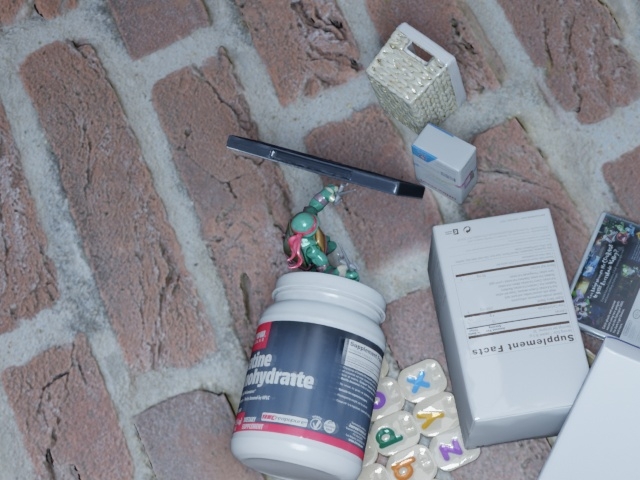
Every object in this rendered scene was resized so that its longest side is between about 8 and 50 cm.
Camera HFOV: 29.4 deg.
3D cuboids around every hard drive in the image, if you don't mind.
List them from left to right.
[{"bbox_3d":[0.416,0.296,1.616,0.210,0.318,0.040,22,31,8],"label":"hard drive"}]

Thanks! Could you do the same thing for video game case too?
[{"bbox_3d":[0.013,-0.113,1.898,0.274,0.196,0.026,16,94,16],"label":"video game case"},{"bbox_3d":[0.471,0.069,1.839,0.173,0.022,0.190,22,75,17],"label":"video game case"}]

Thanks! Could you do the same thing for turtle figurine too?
[{"bbox_3d":[0.000,0.000,1.829,0.118,0.234,0.175,-4,67,2],"label":"turtle figurine"}]

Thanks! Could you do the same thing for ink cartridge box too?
[{"bbox_3d":[0.194,-0.119,1.906,0.088,0.122,0.052,31,73,19],"label":"ink cartridge box"}]

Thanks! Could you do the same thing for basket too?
[{"bbox_3d":[0.152,-0.249,1.944,0.113,0.167,0.103,39,86,21],"label":"basket"}]

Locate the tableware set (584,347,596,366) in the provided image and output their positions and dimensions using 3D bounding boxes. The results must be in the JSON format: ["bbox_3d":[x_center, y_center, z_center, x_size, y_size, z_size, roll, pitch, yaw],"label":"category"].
[{"bbox_3d":[0.420,0.192,1.729,0.141,0.169,0.020,37,96,7],"label":"tableware set"}]

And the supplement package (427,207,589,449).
[{"bbox_3d":[0.269,0.130,1.759,0.175,0.177,0.292,-9,68,-2],"label":"supplement package"}]

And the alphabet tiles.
[{"bbox_3d":[0.080,0.302,1.814,0.278,0.021,0.284,-24,67,-3],"label":"alphabet tiles"}]

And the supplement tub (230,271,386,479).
[{"bbox_3d":[-0.012,0.201,1.753,0.191,0.191,0.272,7,69,13],"label":"supplement tub"}]
